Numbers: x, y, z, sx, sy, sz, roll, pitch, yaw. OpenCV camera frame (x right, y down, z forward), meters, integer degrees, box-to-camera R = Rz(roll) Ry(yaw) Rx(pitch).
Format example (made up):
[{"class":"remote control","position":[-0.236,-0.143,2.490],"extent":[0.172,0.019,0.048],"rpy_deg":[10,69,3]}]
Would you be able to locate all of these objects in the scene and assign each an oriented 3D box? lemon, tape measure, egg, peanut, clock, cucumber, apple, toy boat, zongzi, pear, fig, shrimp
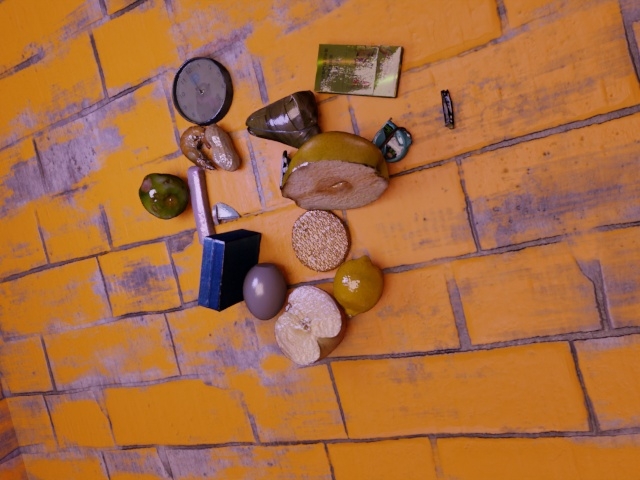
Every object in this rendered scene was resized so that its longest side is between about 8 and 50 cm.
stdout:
[{"class":"lemon","position":[0.138,0.166,1.759],"extent":[0.187,0.187,0.244],"rpy_deg":[16,109,20]},{"class":"tape measure","position":[0.249,-0.339,1.689],"extent":[0.125,0.081,0.146],"rpy_deg":[47,113,13]},{"class":"egg","position":[-0.221,0.208,1.919],"extent":[0.176,0.176,0.232],"rpy_deg":[3,105,23]},{"class":"peanut","position":[-0.401,-0.376,1.953],"extent":[0.098,0.090,0.214],"rpy_deg":[-25,86,22]},{"class":"clock","position":[-0.490,-0.614,1.974],"extent":[0.280,0.055,0.280],"rpy_deg":[4,100,22]},{"class":"cucumber","position":[0.433,-0.443,1.622],"extent":[0.033,0.034,0.135],"rpy_deg":[-6,91,38]},{"class":"apple","position":[-0.025,0.326,1.861],"extent":[0.251,0.163,0.293],"rpy_deg":[42,100,23]},{"class":"toy boat","position":[-0.395,-0.116,2.027],"extent":[0.122,0.034,0.096],"rpy_deg":[-4,96,15]},{"class":"zongzi","position":[-0.111,-0.384,1.822],"extent":[0.286,0.138,0.300],"rpy_deg":[-15,112,32]},{"class":"pear","position":[0.051,-0.258,1.688],"extent":[0.386,0.340,0.191],"rpy_deg":[-10,62,30]},{"class":"fig","position":[-0.690,-0.215,2.071],"extent":[0.275,0.206,0.206],"rpy_deg":[36,114,50]},{"class":"shrimp","position":[-0.504,-0.378,2.009],"extent":[0.150,0.068,0.248],"rpy_deg":[-47,72,24]}]

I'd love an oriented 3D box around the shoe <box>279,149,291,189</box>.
[{"class":"shoe","position":[-0.128,-0.270,1.872],"extent":[0.053,0.062,0.159],"rpy_deg":[11,102,8]}]

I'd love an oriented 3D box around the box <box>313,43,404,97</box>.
[{"class":"box","position":[0.133,-0.609,1.717],"extent":[0.311,0.043,0.173],"rpy_deg":[11,101,21]}]

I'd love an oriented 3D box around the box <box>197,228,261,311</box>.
[{"class":"box","position":[-0.360,0.108,1.914],"extent":[0.116,0.261,0.279],"rpy_deg":[15,104,23]}]

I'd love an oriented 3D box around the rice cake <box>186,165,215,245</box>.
[{"class":"rice cake","position":[-0.511,-0.141,2.054],"extent":[0.073,0.056,0.365],"rpy_deg":[-6,95,26]}]

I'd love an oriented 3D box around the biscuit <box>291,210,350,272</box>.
[{"class":"biscuit","position":[0.000,0.000,1.870],"extent":[0.254,0.035,0.254],"rpy_deg":[3,98,23]}]
